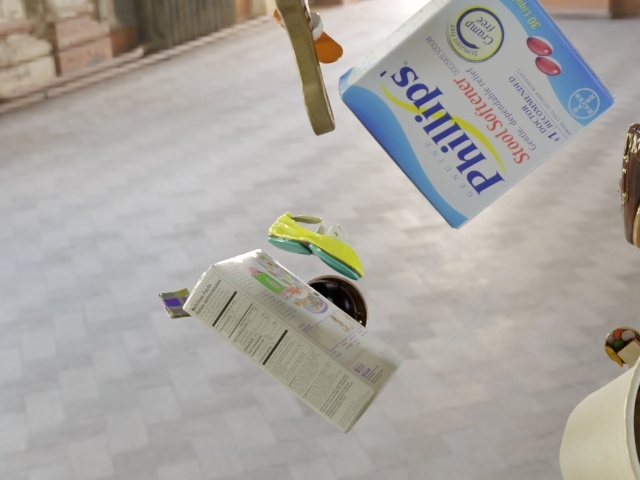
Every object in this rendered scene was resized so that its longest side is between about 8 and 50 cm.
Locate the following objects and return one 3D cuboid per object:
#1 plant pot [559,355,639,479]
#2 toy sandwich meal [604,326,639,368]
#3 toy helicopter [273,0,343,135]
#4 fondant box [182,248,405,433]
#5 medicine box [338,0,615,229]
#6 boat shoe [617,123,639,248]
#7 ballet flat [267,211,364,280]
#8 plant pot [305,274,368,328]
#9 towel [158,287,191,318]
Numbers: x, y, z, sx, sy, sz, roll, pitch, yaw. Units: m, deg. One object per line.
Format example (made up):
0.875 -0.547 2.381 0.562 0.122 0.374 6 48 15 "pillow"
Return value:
0.484 0.284 1.449 0.334 0.333 0.305 -10 -14 -17 "plant pot"
0.576 0.203 2.034 0.086 0.085 0.029 2 19 12 "toy sandwich meal"
-0.034 -0.332 1.746 0.140 0.355 0.235 -15 -13 5 "toy helicopter"
-0.035 0.156 1.785 0.330 0.096 0.238 37 14 9 "fondant box"
0.216 -0.212 1.542 0.289 0.263 0.149 -40 13 11 "medicine box"
0.521 -0.090 1.758 0.073 0.207 0.073 -17 32 -37 "boat shoe"
0.000 0.000 1.911 0.231 0.077 0.077 21 72 41 "ballet flat"
-0.010 0.156 2.218 0.167 0.167 0.165 -12 0 -22 "plant pot"
-0.250 0.113 1.923 0.060 0.009 0.083 -8 34 -25 "towel"
